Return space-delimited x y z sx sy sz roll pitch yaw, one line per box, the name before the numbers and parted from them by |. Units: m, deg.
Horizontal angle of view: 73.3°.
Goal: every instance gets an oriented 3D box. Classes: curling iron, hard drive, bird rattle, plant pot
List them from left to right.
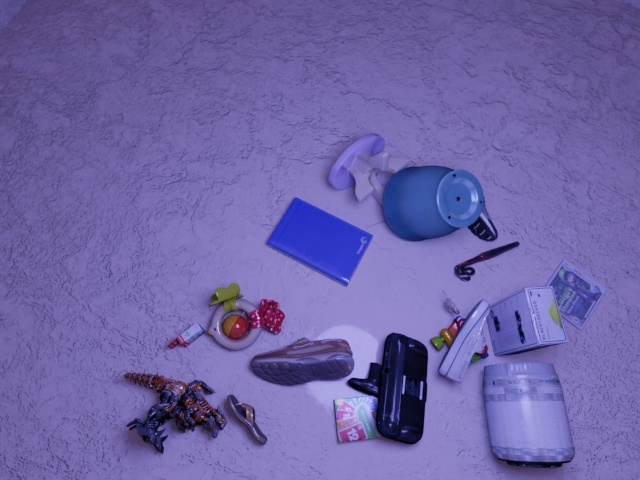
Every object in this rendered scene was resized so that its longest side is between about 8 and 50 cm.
bird rattle | -0.254 0.257 1.405 0.254 0.143 0.206 30 81 -5
hard drive | 0.000 0.000 1.536 0.319 0.040 0.210 27 69 8
plant pot | 0.389 -0.128 1.440 0.272 0.255 0.271 -1 92 -22
curling iron | 0.597 0.068 1.543 0.274 0.035 0.068 -26 76 -12

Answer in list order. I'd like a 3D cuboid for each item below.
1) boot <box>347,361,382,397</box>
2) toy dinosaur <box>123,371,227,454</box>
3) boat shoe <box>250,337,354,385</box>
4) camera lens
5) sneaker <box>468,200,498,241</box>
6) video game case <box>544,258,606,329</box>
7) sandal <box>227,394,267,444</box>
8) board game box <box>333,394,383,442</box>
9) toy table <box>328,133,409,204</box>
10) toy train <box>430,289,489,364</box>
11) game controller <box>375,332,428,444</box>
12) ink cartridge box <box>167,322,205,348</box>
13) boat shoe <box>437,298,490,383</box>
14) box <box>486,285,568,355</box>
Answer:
boot | 0.156 0.432 1.362 0.121 0.045 0.099 20 52 9
toy dinosaur | -0.445 0.501 1.286 0.322 0.164 0.218 18 53 24
boat shoe | -0.055 0.374 1.360 0.325 0.123 0.116 -3 35 5
camera lens | 0.605 0.510 1.270 0.220 0.219 0.274 1 68 -3
sneaker | 0.575 -0.121 1.584 0.108 0.100 0.271 -23 71 -17
video game case | 0.887 0.187 1.517 0.173 0.022 0.190 40 72 12
sandal | -0.214 0.532 1.298 0.049 0.072 0.180 -42 82 -6
board game box | 0.176 0.545 1.336 0.260 0.039 0.124 -4 69 -7
toy table | 0.179 -0.255 1.552 0.274 0.252 0.161 -45 61 -10
toy train | 0.420 0.305 1.414 0.143 0.105 0.248 -34 73 -1
game controller | 0.259 0.451 1.330 0.167 0.067 0.319 28 58 -26
ink cartridge box | -0.429 0.315 1.378 0.115 0.063 0.029 -38 73 -15
boat shoe | 0.456 0.309 1.305 0.088 0.096 0.267 29 92 15
box | 0.623 0.258 1.332 0.087 0.290 0.169 -3 68 -4
